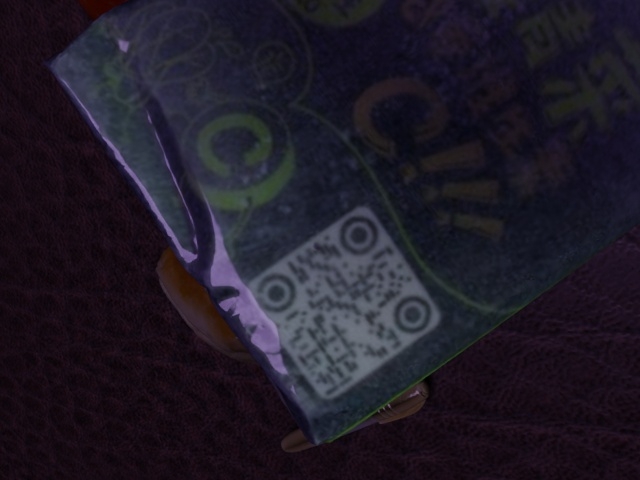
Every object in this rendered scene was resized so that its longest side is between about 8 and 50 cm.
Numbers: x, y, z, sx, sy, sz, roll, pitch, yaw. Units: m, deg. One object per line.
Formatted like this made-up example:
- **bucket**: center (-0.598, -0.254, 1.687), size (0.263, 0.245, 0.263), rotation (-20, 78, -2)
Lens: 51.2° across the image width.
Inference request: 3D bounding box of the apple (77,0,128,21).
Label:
- **apple**: center (-0.127, -0.241, 0.573), size (0.181, 0.181, 0.168), rotation (-32, 83, 36)

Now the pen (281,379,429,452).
- **pen**: center (0.036, 0.208, 0.771), size (0.040, 0.032, 0.233), rotation (40, 130, -20)

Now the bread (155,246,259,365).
- **bread**: center (0.005, 0.001, 0.602), size (0.192, 0.171, 0.314), rotation (49, 121, 18)

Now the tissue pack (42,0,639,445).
- **tissue pack**: center (0.077, -0.099, 0.433), size (0.394, 0.124, 0.288), rotation (-36, 93, -2)
